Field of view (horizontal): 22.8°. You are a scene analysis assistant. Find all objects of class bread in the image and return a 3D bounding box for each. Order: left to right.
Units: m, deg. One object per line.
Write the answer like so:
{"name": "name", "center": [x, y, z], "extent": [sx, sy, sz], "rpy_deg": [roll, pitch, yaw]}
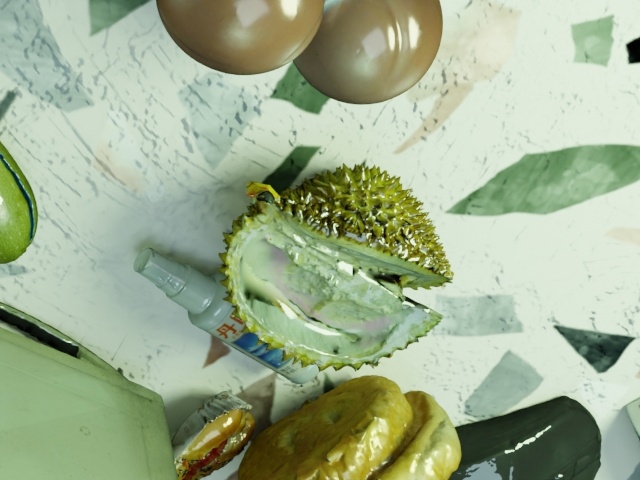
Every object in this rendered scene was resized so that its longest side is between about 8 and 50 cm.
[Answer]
{"name": "bread", "center": [0.021, 0.227, 1.567], "extent": [0.236, 0.198, 0.120], "rpy_deg": [-31, 103, 0]}

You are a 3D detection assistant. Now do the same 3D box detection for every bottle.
{"name": "bottle", "center": [-0.087, 0.069, 1.509], "extent": [0.217, 0.060, 0.060], "rpy_deg": [32, 110, -31]}

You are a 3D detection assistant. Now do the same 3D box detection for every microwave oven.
{"name": "microwave oven", "center": [-0.346, 0.232, 1.382], "extent": [0.394, 0.333, 0.247], "rpy_deg": [27, 117, -30]}

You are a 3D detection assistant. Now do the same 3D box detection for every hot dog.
{"name": "hot dog", "center": [-0.140, 0.225, 1.571], "extent": [0.191, 0.059, 0.108], "rpy_deg": [-44, 167, 3]}

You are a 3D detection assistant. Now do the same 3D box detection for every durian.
{"name": "durian", "center": [0.000, 0.000, 1.439], "extent": [0.193, 0.137, 0.237], "rpy_deg": [-32, 129, 10]}

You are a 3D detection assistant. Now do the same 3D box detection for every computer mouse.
{"name": "computer mouse", "center": [0.186, 0.262, 1.708], "extent": [0.270, 0.086, 0.137], "rpy_deg": [-15, 127, -8]}

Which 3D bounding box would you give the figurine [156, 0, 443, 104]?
{"name": "figurine", "center": [0.036, -0.310, 1.189], "extent": [0.277, 0.248, 0.388], "rpy_deg": [10, 126, -51]}

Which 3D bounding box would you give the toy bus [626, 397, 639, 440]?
{"name": "toy bus", "center": [0.453, 0.276, 1.788], "extent": [0.131, 0.106, 0.297], "rpy_deg": [-26, 125, 4]}

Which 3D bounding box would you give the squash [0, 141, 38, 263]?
{"name": "squash", "center": [-0.341, -0.108, 1.292], "extent": [0.094, 0.094, 0.341], "rpy_deg": [-35, 125, 8]}
